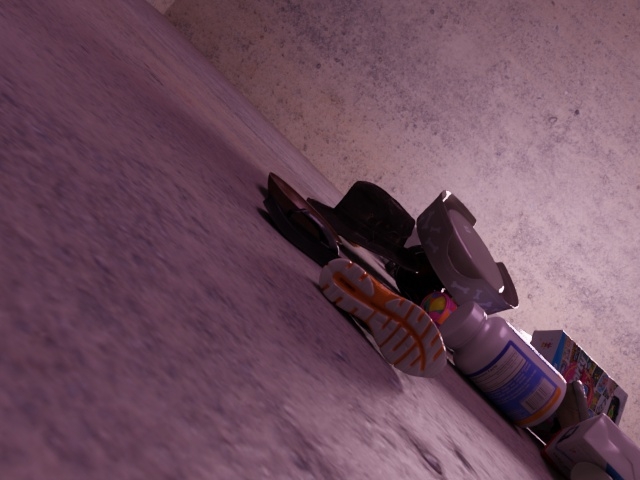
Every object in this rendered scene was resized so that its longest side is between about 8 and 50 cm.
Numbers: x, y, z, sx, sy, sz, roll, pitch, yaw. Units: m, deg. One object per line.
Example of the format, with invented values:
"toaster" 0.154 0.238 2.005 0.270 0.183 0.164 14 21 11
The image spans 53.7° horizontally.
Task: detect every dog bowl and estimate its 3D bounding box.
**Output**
"dog bowl" 0.373 0.042 1.632 0.349 0.102 0.349 45 24 -27

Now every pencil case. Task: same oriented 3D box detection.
"pencil case" 0.334 0.223 1.554 0.236 0.104 0.104 43 7 -29

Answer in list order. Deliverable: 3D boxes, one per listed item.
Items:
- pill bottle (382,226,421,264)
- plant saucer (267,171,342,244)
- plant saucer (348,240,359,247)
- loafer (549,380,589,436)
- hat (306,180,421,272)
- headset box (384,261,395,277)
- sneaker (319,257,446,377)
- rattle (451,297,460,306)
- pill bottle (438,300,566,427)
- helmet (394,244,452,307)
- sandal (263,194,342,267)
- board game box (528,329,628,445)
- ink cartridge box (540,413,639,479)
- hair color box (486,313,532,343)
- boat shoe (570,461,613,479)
"pill bottle" 0.348 0.085 2.157 0.283 0.161 0.161 39 9 -39
"plant saucer" -0.038 -0.052 1.230 0.198 0.036 0.198 44 6 -6
"plant saucer" 0.077 -0.009 1.743 0.083 0.013 0.083 43 7 -7
"loafer" 0.571 0.438 1.450 0.094 0.087 0.251 -42 123 -68
"hat" 0.133 -0.061 1.551 0.331 0.134 0.331 28 15 -8
"headset box" 0.233 0.100 1.934 0.083 0.032 0.062 44 7 -20
"sneaker" 0.093 0.105 0.894 0.215 0.084 0.083 45 2 10
"rattle" 0.330 0.204 1.900 0.199 0.142 0.130 32 -32 27
"pill bottle" 0.389 0.265 1.385 0.272 0.152 0.152 44 7 -3
"helmet" 0.277 0.094 1.706 0.162 0.169 0.169 63 14 24
"sandal" 0.000 0.000 1.064 0.254 0.054 0.097 41 8 -30
"board game box" 0.618 0.400 1.579 0.303 0.224 0.097 41 -26 -20
"ink cartridge box" 0.551 0.452 1.298 0.134 0.078 0.231 47 -25 15
"hair color box" 0.572 0.332 1.833 0.347 0.105 0.174 34 17 26
"boat shoe" 0.550 0.521 1.169 0.081 0.079 0.227 47 9 -49
